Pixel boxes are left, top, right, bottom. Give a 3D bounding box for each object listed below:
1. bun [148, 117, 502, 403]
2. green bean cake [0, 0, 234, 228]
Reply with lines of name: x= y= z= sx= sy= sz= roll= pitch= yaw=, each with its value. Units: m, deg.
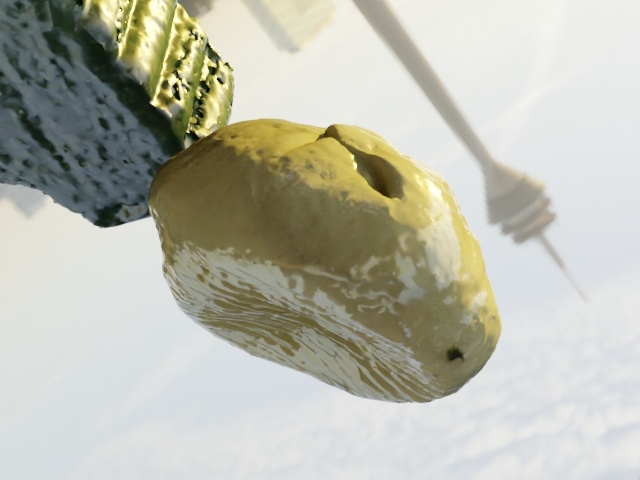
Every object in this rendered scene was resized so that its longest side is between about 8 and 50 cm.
bun: x=0.000 y=0.000 z=0.857 sx=0.259 sy=0.259 sz=0.160 roll=-13 pitch=-129 yaw=60
green bean cake: x=-0.268 y=-0.148 z=1.119 sx=0.308 sy=0.300 sz=0.169 roll=-16 pitch=-138 yaw=25
